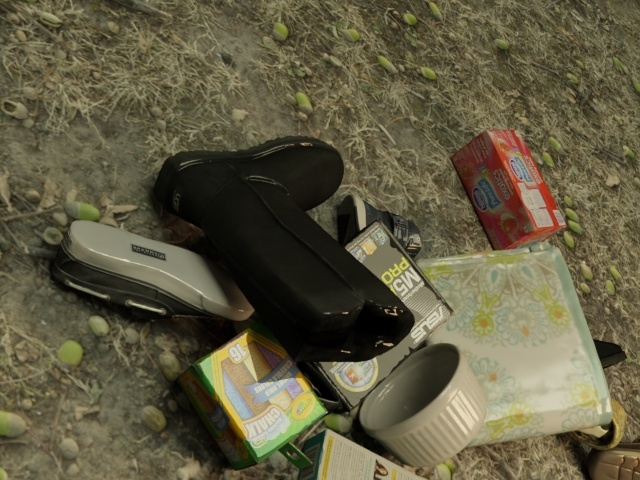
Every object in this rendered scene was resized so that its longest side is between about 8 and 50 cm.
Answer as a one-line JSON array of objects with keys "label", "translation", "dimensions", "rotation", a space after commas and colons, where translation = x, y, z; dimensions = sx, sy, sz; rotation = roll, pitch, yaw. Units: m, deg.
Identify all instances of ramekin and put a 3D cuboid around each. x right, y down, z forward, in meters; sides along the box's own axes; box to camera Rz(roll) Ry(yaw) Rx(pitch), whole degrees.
[{"label": "ramekin", "translation": [0.176, 0.278, 1.543], "dimensions": [0.109, 0.207, 0.207], "rotation": [52, 41, -14]}]

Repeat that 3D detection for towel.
[{"label": "towel", "translation": [0.341, 0.187, 1.745], "dimensions": [0.320, 0.090, 0.374], "rotation": [-7, 63, -10]}]

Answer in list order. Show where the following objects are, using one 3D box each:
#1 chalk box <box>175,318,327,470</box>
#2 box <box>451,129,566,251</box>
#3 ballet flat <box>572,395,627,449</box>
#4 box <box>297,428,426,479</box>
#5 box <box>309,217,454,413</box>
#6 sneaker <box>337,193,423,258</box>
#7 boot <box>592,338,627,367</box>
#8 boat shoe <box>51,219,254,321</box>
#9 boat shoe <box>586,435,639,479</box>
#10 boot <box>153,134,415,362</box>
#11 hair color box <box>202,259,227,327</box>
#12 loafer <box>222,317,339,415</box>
[{"label": "chalk box", "translation": [-0.090, 0.246, 1.352], "dimensions": [0.132, 0.132, 0.213], "rotation": [-31, 83, -27]}, {"label": "box", "translation": [0.416, -0.110, 2.077], "dimensions": [0.128, 0.122, 0.257], "rotation": [-6, 66, -44]}, {"label": "ballet flat", "translation": [0.459, 0.278, 1.829], "dimensions": [0.348, 0.123, 0.123], "rotation": [43, 42, -2]}, {"label": "box", "translation": [0.081, 0.398, 1.475], "dimensions": [0.244, 0.060, 0.100], "rotation": [32, 46, -21]}, {"label": "box", "translation": [0.066, 0.124, 1.583], "dimensions": [0.270, 0.060, 0.216], "rotation": [-38, 90, -27]}, {"label": "sneaker", "translation": [0.117, 0.030, 1.743], "dimensions": [0.163, 0.086, 0.226], "rotation": [23, 48, -25]}, {"label": "boot", "translation": [0.535, 0.187, 1.997], "dimensions": [0.246, 0.094, 0.207], "rotation": [-7, 71, -37]}, {"label": "boat shoe", "translation": [-0.245, 0.070, 1.382], "dimensions": [0.301, 0.102, 0.108], "rotation": [20, 27, -24]}, {"label": "boat shoe", "translation": [0.686, 0.476, 1.930], "dimensions": [0.355, 0.132, 0.130], "rotation": [18, 21, -21]}, {"label": "boot", "translation": [-0.002, 0.001, 1.463], "dimensions": [0.367, 0.146, 0.445], "rotation": [-13, 37, -35]}, {"label": "hair color box", "translation": [-0.154, 0.069, 1.507], "dimensions": [0.072, 0.043, 0.141], "rotation": [49, 43, -5]}, {"label": "loafer", "translation": [-0.059, 0.193, 1.478], "dimensions": [0.223, 0.078, 0.076], "rotation": [45, 44, -8]}]
